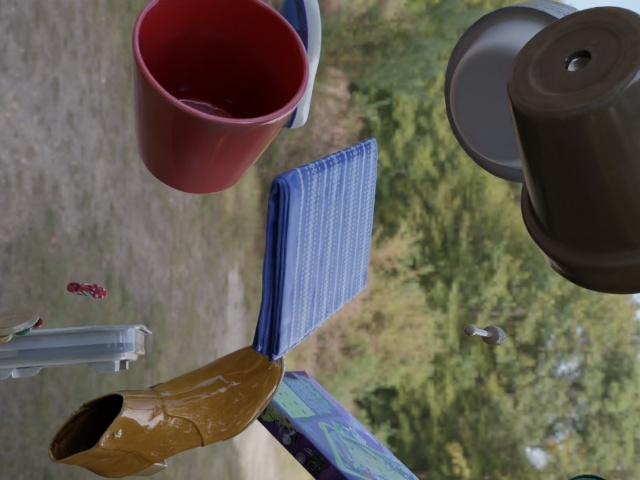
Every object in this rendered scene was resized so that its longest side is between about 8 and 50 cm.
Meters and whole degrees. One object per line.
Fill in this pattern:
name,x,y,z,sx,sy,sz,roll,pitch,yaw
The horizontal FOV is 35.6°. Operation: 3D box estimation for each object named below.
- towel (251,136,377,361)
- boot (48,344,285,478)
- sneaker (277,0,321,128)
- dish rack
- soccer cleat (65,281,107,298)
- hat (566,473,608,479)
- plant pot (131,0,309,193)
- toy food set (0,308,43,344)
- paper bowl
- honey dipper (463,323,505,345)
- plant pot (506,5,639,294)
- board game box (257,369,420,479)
towel,0.000,0.000,1.346,0.336,0.040,0.243,-31,129,-63
boot,-0.200,0.223,1.332,0.104,0.295,0.211,56,7,27
sneaker,-0.135,-0.360,1.984,0.130,0.236,0.322,-121,-148,-52
dish rack,-0.422,0.185,1.630,0.333,0.286,0.072,134,-49,-81
soccer cleat,-0.470,0.099,1.999,0.035,0.083,0.029,-10,-109,61
hat,0.519,0.443,1.662,0.183,0.208,0.173,-57,-134,52
plant pot,-0.175,-0.218,1.561,0.243,0.275,0.275,118,-20,-54
toy food set,-0.431,0.118,1.389,0.083,0.083,0.020,28,-49,60
paper bowl,0.321,-0.230,1.577,0.148,0.284,0.284,-22,120,-44
honey dipper,0.247,0.140,1.507,0.161,0.030,0.030,22,67,-65
plant pot,0.307,-0.112,1.032,0.229,0.263,0.263,50,32,-40
board game box,0.032,0.337,1.601,0.208,0.347,0.056,4,122,-58
